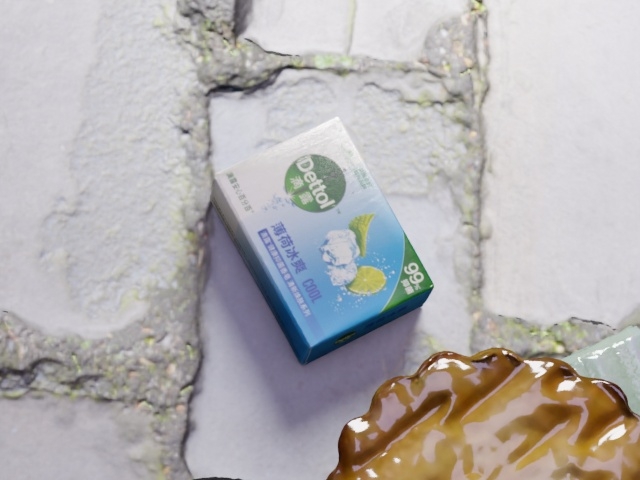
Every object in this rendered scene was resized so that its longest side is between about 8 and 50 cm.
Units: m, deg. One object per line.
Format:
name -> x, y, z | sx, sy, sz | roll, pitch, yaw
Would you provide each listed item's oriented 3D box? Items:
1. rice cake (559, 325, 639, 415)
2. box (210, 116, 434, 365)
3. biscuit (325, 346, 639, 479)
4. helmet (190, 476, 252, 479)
rice cake -> 0.300, 0.205, 1.764 | 0.127, 0.043, 0.237 | -20, 76, -14
box -> 0.000, 0.001, 1.777 | 0.139, 0.073, 0.194 | -26, 77, -14
biscuit -> 0.161, 0.255, 1.673 | 0.326, 0.107, 0.325 | 0, 74, -1
helmet -> -0.093, 0.334, 1.598 | 0.160, 0.279, 0.230 | -30, 67, 23
